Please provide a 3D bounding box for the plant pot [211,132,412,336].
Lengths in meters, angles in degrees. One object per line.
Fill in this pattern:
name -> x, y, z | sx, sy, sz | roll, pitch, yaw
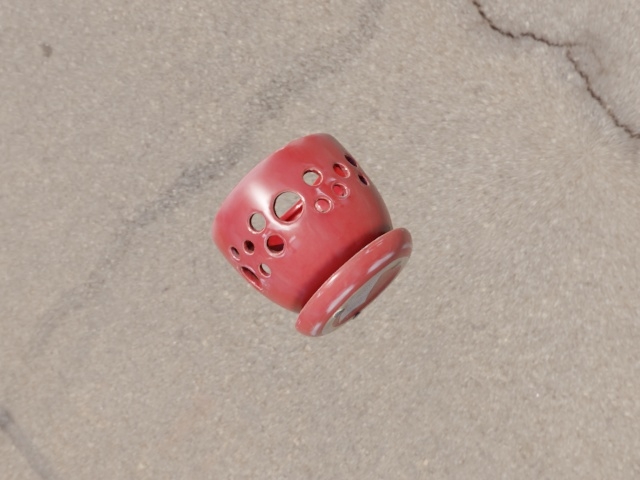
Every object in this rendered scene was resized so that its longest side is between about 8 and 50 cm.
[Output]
plant pot -> 0.000, 0.000, 0.778 | 0.174, 0.191, 0.191 | 47, 110, 14
